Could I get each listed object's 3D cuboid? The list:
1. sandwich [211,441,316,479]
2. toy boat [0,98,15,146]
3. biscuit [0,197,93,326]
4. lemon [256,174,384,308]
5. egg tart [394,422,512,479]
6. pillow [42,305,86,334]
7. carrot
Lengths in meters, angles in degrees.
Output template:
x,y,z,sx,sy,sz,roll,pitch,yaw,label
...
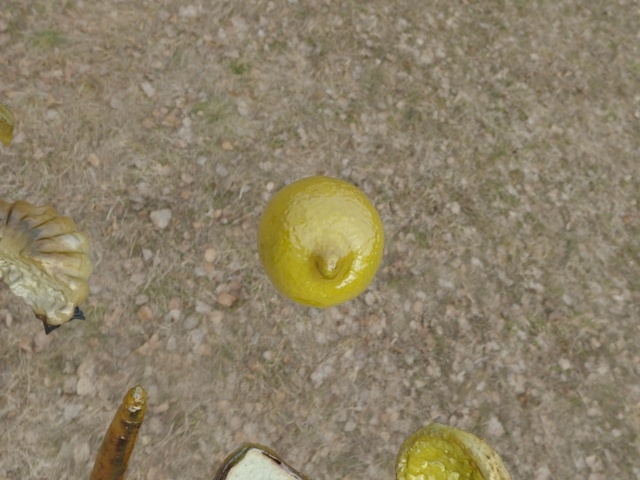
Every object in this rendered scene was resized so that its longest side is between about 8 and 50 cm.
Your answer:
x,y,z,sx,sy,sz,roll,pitch,yaw,label
-0.130,0.628,1.409,0.301,0.099,0.271,38,72,-10,sandwich
-0.623,-0.246,1.071,0.226,0.088,0.068,51,14,-44,toy boat
-0.325,0.004,0.673,0.183,0.061,0.118,23,59,6,biscuit
0.000,0.000,0.886,0.187,0.244,0.186,-2,102,-8,lemon
0.190,0.330,0.843,0.074,0.191,0.191,-9,63,-40,egg tart
-0.582,0.122,1.360,0.090,0.048,0.150,-31,109,-40,pillow
-0.358,0.371,1.107,0.066,0.314,0.066,19,29,-11,carrot
